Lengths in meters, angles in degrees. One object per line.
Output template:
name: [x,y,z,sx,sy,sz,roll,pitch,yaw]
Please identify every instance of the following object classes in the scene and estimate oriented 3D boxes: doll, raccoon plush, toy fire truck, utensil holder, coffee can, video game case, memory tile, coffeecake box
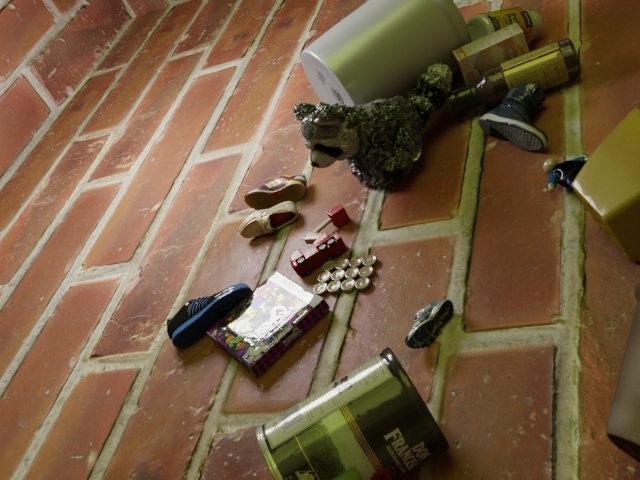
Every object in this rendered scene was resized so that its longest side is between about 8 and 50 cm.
doll: [0.560,-0.140,1.733,0.129,0.046,0.189,-34,36,-7]
raccoon plush: [0.121,-0.352,2.025,0.216,0.299,0.446,-4,53,52]
toy fire truck: [0.000,0.000,1.951,0.192,0.047,0.135,-33,35,-2]
utensil holder: [0.185,-0.521,2.229,0.385,0.327,0.327,-38,36,-8]
coffee can: [0.055,0.343,1.363,0.275,0.201,0.201,-31,36,-1]
video game case: [-0.124,0.186,1.815,0.232,0.042,0.210,-42,36,-16]
memory tile: [0.060,0.082,1.840,0.148,0.012,0.113,-9,40,28]
coffeecake box: [0.473,-0.483,2.128,0.185,0.142,0.068,-23,37,10]

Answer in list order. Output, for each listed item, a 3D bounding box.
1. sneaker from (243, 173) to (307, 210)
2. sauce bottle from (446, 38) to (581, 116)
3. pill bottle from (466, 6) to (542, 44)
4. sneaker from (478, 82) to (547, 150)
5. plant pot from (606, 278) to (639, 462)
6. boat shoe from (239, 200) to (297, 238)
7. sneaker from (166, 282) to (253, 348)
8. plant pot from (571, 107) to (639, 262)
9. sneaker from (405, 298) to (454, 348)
sneaker: [-0.124,-0.139,2.199,0.185,0.069,0.084,-10,31,16]
sauce bottle: [0.503,-0.422,2.061,0.344,0.111,0.111,-18,37,16]
pill bottle: [0.523,-0.595,2.213,0.215,0.117,0.117,-18,29,-27]
sneaker: [0.519,-0.313,1.938,0.163,0.086,0.226,-39,35,-8]
plant pot: [0.566,0.210,1.120,0.323,0.323,0.280,22,76,48]
boat shoe: [-0.139,-0.050,2.095,0.170,0.063,0.059,-28,30,2]
sneaker: [-0.277,0.165,1.913,0.232,0.081,0.090,-33,42,-3]
plant pot: [0.620,-0.086,1.508,0.187,0.212,0.212,-37,34,11]
sneaker: [0.215,0.171,1.601,0.135,0.052,0.058,-40,26,-27]
